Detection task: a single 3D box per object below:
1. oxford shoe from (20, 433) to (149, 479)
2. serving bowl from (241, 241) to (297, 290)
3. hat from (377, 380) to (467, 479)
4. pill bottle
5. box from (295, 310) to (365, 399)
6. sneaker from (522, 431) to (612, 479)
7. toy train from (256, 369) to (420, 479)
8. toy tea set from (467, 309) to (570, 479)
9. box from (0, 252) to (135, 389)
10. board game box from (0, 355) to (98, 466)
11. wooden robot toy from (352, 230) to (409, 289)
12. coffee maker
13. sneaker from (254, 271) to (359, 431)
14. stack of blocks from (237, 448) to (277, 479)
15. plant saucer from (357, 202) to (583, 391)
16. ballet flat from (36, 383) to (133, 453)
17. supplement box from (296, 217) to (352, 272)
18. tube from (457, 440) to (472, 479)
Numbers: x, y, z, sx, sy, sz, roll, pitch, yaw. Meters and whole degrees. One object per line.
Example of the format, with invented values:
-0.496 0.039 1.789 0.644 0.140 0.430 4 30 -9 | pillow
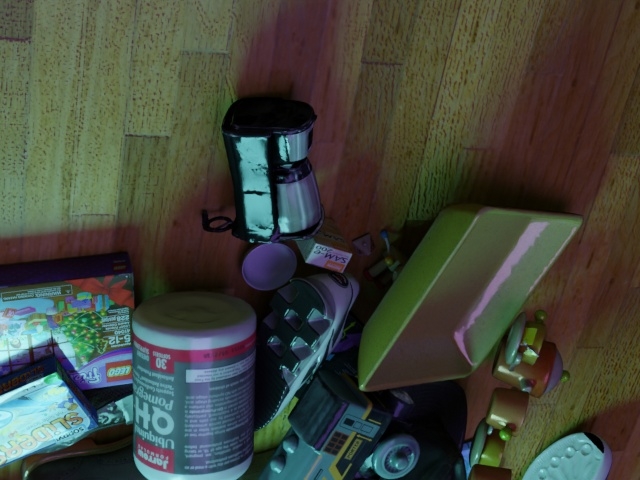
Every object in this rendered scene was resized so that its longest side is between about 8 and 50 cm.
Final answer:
-0.276 0.374 1.733 0.364 0.132 0.130 -10 124 -12 | oxford shoe
-0.078 0.032 1.640 0.083 0.027 0.083 -9 125 -13 | serving bowl
0.161 0.393 1.829 0.331 0.134 0.331 -17 121 -30 | hat
-0.182 0.247 1.598 0.176 0.176 0.318 -3 107 -16 | pill bottle
0.010 0.188 1.770 0.162 0.029 0.116 -38 125 10 | box
0.479 0.506 2.085 0.236 0.130 0.323 22 109 -39 | sneaker
0.004 0.349 1.666 0.190 0.142 0.334 27 101 -32 | toy train
0.323 0.285 1.771 0.124 0.200 0.336 17 79 4 | toy tea set
-0.409 0.128 1.576 0.293 0.057 0.201 -7 124 -14 | box
-0.441 0.256 1.597 0.201 0.035 0.136 -24 133 2 | board game box
0.120 0.058 1.691 0.076 0.079 0.173 -45 124 13 | wooden robot toy
-0.084 -0.092 1.501 0.171 0.120 0.178 -13 124 -9 | coffee maker
-0.044 0.170 1.676 0.146 0.122 0.330 -20 155 -53 | sneaker
-0.097 0.449 1.869 0.297 0.087 0.171 -15 126 -9 | stack of blocks
0.210 0.067 1.665 0.333 0.081 0.332 2 126 -53 | plant saucer
-0.366 0.260 1.684 0.250 0.058 0.084 -16 122 -2 | ballet flat
0.000 0.000 1.601 0.062 0.098 0.036 16 116 -27 | supplement box
0.278 0.447 2.019 0.080 0.052 0.207 -18 121 -12 | tube
